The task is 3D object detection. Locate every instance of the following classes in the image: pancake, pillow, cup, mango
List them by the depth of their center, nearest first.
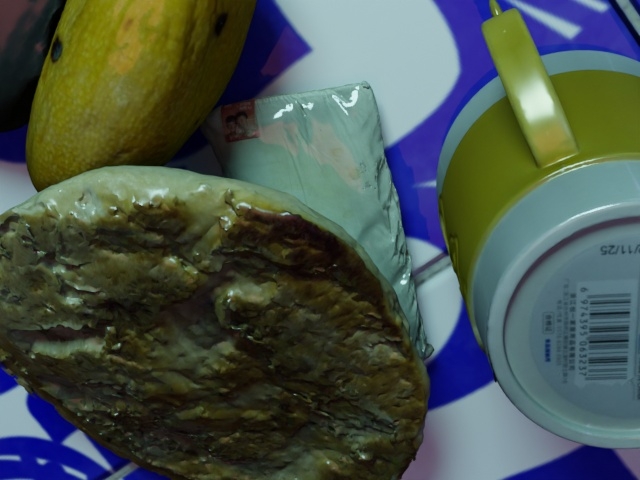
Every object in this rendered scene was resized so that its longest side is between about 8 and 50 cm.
[{"bbox_3d":[0.151,-0.023,0.511,0.185,0.226,0.241,-24,111,17],"label":"cup"},{"bbox_3d":[-0.119,-0.110,0.571,0.109,0.157,0.262,26,128,-7],"label":"mango"},{"bbox_3d":[-0.089,0.084,0.621,0.356,0.065,0.356,5,136,5],"label":"pancake"},{"bbox_3d":[0.000,0.000,0.641,0.128,0.051,0.229,-12,107,11],"label":"pillow"}]

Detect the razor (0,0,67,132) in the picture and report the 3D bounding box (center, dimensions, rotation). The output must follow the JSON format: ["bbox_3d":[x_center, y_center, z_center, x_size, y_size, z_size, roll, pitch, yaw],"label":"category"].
[{"bbox_3d":[-0.317,-0.225,0.583,0.349,0.113,0.204,30,110,-1],"label":"razor"}]
